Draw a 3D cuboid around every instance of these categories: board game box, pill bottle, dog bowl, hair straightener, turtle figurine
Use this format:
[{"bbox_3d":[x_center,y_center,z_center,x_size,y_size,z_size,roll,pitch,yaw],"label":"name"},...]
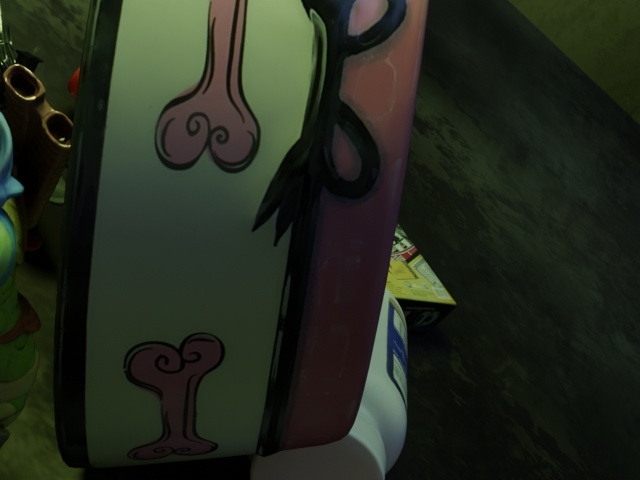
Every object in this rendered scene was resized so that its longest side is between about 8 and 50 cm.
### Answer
[{"bbox_3d":[0.000,0.000,1.255,0.243,0.042,0.165,10,41,-54],"label":"board game box"},{"bbox_3d":[0.003,0.106,0.983,0.112,0.112,0.186,38,23,-14],"label":"pill bottle"},{"bbox_3d":[-0.036,-0.067,0.812,0.150,0.408,0.408,9,28,-2],"label":"dog bowl"},{"bbox_3d":[-0.211,-0.100,1.008,0.047,0.089,0.230,22,31,-40],"label":"hair straightener"},{"bbox_3d":[-0.238,0.024,0.730,0.198,0.274,0.266,8,16,-22],"label":"turtle figurine"}]

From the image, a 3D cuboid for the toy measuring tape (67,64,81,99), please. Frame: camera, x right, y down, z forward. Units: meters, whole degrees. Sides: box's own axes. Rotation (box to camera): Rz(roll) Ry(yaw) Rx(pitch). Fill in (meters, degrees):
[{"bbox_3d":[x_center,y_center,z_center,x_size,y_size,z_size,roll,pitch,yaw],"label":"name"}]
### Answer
[{"bbox_3d":[-0.123,-0.133,1.186,0.121,0.121,0.330,41,22,-9],"label":"toy measuring tape"}]
